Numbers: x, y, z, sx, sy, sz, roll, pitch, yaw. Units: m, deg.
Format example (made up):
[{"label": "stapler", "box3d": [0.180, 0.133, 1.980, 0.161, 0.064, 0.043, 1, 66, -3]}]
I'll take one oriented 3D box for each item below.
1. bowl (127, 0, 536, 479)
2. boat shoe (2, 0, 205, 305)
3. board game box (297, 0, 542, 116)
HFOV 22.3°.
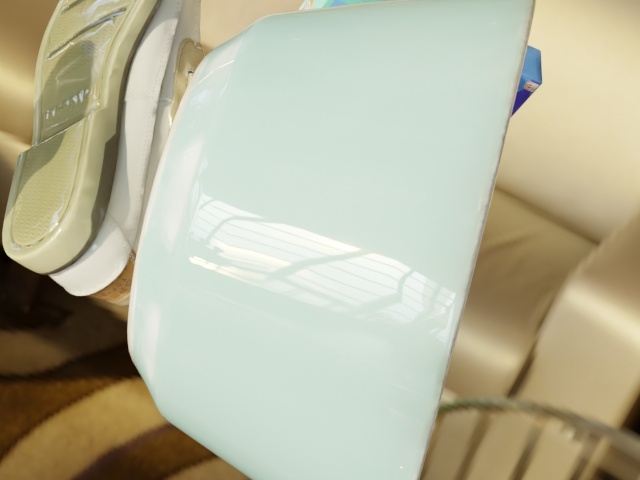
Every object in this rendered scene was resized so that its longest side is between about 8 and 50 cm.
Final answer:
[{"label": "bowl", "box3d": [0.000, 0.000, 0.868, 0.163, 0.312, 0.311, 15, 25, 4]}, {"label": "boat shoe", "box3d": [-0.129, -0.094, 1.112, 0.103, 0.113, 0.302, 36, 54, -36]}, {"label": "board game box", "box3d": [0.065, -0.143, 1.436, 0.210, 0.160, 0.047, 21, 46, -19]}]
